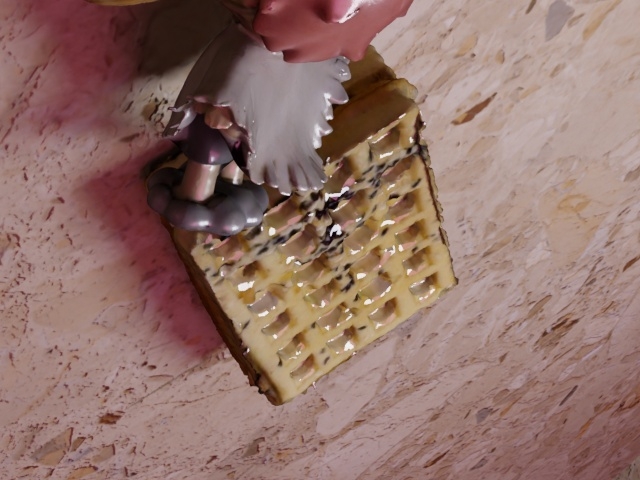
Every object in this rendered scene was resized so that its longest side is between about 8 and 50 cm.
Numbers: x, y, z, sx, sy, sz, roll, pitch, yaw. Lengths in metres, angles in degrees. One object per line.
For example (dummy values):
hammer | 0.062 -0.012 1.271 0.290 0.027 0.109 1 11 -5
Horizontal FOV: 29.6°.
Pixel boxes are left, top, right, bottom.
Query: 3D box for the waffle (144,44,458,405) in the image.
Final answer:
waffle | 0.000 0.000 1.186 0.261 0.114 0.376 -30 150 -7

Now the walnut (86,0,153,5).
walnut | -0.115 -0.221 0.720 0.155 0.155 0.184 9 131 -51

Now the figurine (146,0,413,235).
figurine | -0.022 -0.178 0.868 0.207 0.166 0.387 -26 146 -55
